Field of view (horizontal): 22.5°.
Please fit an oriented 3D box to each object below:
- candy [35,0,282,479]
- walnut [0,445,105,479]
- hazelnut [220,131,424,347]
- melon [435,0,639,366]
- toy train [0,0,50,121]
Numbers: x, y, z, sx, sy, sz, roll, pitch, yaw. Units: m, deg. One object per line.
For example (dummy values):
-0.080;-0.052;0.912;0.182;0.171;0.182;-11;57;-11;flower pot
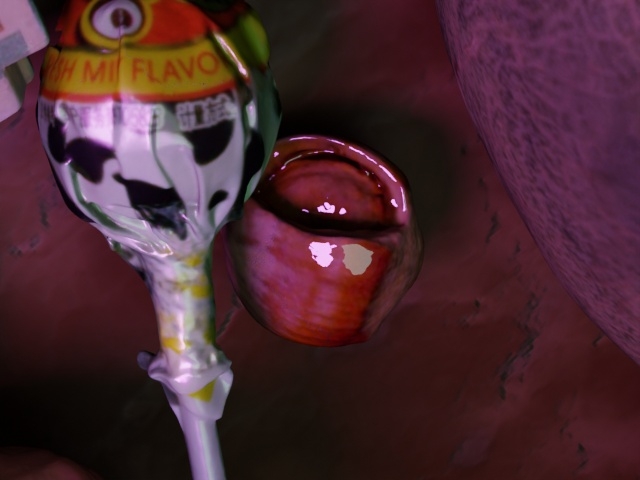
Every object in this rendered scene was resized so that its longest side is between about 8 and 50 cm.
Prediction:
-0.042;0.051;0.589;0.083;0.091;0.305;-2;109;17;candy
-0.136;0.186;0.592;0.228;0.228;0.228;-11;124;-17;walnut
0.000;0.000;0.629;0.086;0.086;0.086;-11;124;-17;hazelnut
0.165;-0.079;0.535;0.249;0.248;0.329;-22;117;-10;melon
-0.169;-0.104;0.486;0.125;0.081;0.194;-31;124;-15;toy train
